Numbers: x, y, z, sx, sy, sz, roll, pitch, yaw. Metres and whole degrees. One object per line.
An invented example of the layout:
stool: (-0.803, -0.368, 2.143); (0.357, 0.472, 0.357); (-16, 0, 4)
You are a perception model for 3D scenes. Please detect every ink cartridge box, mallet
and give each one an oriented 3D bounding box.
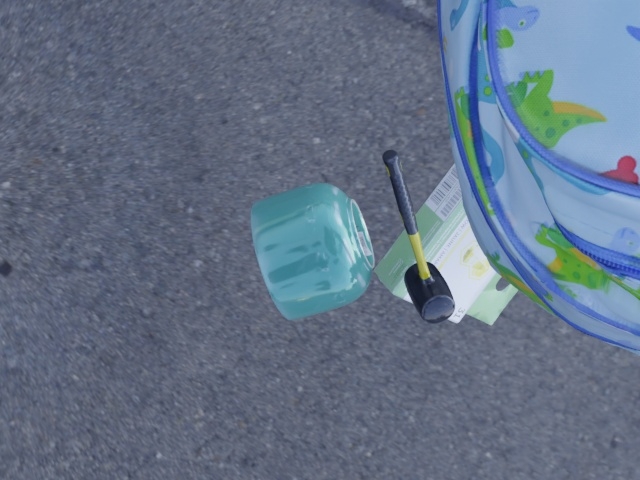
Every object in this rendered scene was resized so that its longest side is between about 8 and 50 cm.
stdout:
ink cartridge box: (0.197, 0.019, 1.115); (0.235, 0.056, 0.171); (26, 106, -39)
mallet: (0.085, -0.009, 0.892); (0.039, 0.062, 0.190); (-21, 120, -1)

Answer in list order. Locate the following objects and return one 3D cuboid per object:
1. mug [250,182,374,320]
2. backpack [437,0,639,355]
mug: (-0.003, -0.003, 0.968); (0.097, 0.158, 0.129); (-17, 135, 12)
backpack: (0.177, -0.122, 0.418); (0.290, 0.273, 0.356); (12, 96, 4)
